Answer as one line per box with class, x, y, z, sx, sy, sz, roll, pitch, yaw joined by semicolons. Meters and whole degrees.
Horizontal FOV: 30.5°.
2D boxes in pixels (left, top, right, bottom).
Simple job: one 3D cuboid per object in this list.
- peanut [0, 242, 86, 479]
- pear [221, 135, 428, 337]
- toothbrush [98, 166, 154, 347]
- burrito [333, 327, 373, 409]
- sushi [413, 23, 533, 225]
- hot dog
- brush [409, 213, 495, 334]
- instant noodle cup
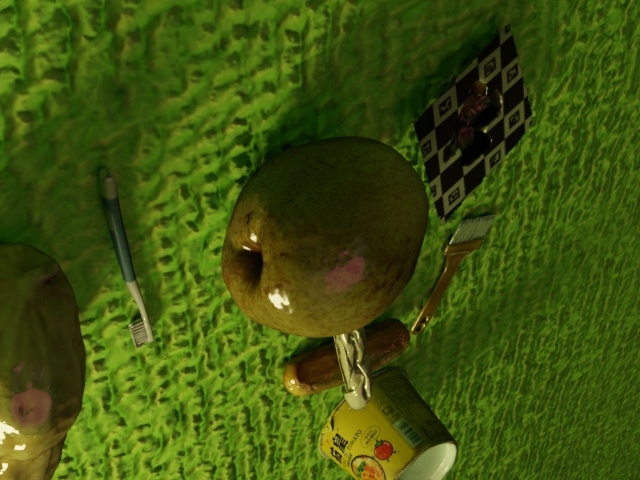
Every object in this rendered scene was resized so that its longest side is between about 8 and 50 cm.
peanut;-0.294;0.145;1.097;0.143;0.159;0.291;2;129;-19
pear;0.000;0.000;1.245;0.211;0.188;0.229;-27;144;-41
toothbrush;-0.201;0.026;1.200;0.025;0.019;0.276;-25;143;-18
burrito;0.043;0.144;1.543;0.045;0.041;0.186;-39;128;-39
sushi;0.176;-0.147;1.434;0.193;0.040;0.210;-47;147;-14
hot dog;0.034;0.161;1.601;0.215;0.047;0.066;-20;103;-37
brush;0.181;0.052;1.689;0.082;0.010;0.218;-8;133;-46
instant noodle cup;0.109;0.305;1.757;0.182;0.144;0.182;-30;145;-24
